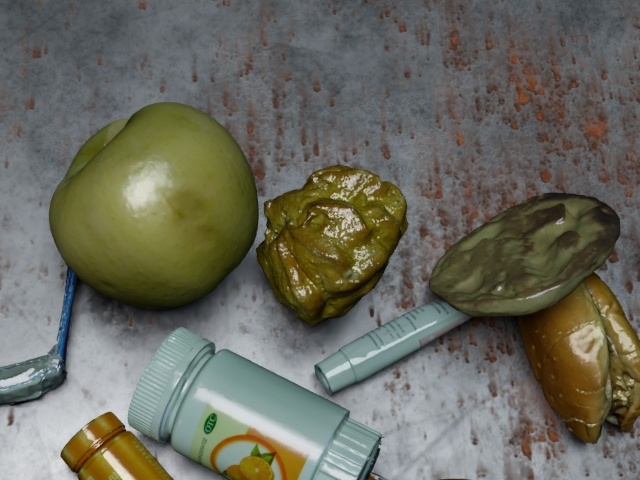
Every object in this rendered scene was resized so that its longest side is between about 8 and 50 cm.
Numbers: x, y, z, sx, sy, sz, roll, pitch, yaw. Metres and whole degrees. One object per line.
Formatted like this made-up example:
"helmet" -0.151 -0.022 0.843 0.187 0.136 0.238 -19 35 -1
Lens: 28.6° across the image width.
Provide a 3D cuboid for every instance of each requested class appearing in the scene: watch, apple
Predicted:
"watch" -0.420 0.085 1.792 0.276 0.068 0.274 -21 67 -14
"apple" -0.226 -0.045 1.740 0.292 0.292 0.254 -46 108 -20

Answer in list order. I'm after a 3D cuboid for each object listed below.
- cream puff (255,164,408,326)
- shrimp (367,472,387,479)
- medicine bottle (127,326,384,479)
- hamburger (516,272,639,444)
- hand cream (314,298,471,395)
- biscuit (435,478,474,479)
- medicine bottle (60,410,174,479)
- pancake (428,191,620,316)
"cream puff" 0.015 0.006 1.775 0.244 0.244 0.196 -31 74 -17
"shrimp" 0.034 0.397 1.726 0.195 0.035 0.148 -30 76 -21
"medicine bottle" -0.085 0.254 1.691 0.318 0.158 0.158 25 67 10
"hamburger" 0.373 0.139 1.804 0.144 0.156 0.283 -17 67 -10
"hand cream" 0.144 0.124 1.831 0.331 0.085 0.058 -29 102 -14
"biscuit" 0.204 0.440 1.690 0.262 0.037 0.262 11 56 -17
"medicine bottle" -0.254 0.330 1.687 0.096 0.096 0.192 -40 78 -19
"pancake" 0.295 0.023 1.813 0.294 0.294 0.049 -34 114 -18
